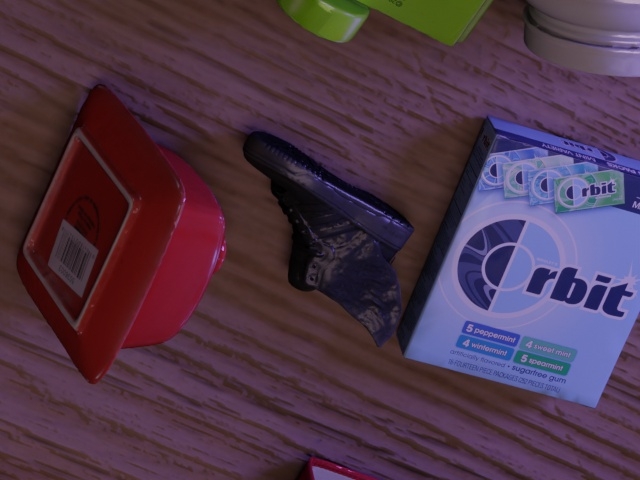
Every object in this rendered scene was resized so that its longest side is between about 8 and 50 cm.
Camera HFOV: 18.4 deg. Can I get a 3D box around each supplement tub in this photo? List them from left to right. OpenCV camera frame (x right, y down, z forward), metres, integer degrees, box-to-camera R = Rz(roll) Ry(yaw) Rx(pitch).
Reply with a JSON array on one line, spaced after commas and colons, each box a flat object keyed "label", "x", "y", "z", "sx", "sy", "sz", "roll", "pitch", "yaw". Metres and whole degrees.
[{"label": "supplement tub", "x": 0.199, "y": -0.219, "z": 1.271, "sx": 0.144, "sy": 0.144, "sz": 0.200, "roll": -1, "pitch": 115, "yaw": -7}]

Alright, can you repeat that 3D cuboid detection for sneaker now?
[{"label": "sneaker", "x": -0.001, "y": -0.001, "z": 1.398, "sx": 0.170, "sy": 0.051, "sz": 0.089, "roll": 30, "pitch": 103, "yaw": -23}]

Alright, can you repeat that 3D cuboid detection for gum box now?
[{"label": "gum box", "x": 0.161, "y": 0.018, "z": 1.435, "sx": 0.157, "sy": 0.041, "sz": 0.184, "roll": 15, "pitch": 113, "yaw": -14}]

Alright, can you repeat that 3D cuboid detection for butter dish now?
[{"label": "butter dish", "x": -0.117, "y": 0.001, "z": 1.347, "sx": 0.118, "sy": 0.160, "sz": 0.160, "roll": 11, "pitch": 115, "yaw": -38}]

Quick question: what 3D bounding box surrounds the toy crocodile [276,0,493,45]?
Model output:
[{"label": "toy crocodile", "x": -0.034, "y": -0.219, "z": 1.271, "sx": 0.340, "sy": 0.105, "sz": 0.115, "roll": 19, "pitch": 122, "yaw": -19}]

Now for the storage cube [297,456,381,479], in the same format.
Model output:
[{"label": "storage cube", "x": 0.039, "y": 0.311, "z": 1.478, "sx": 0.215, "sy": 0.183, "sz": 0.193, "roll": 21, "pitch": 112, "yaw": -17}]
